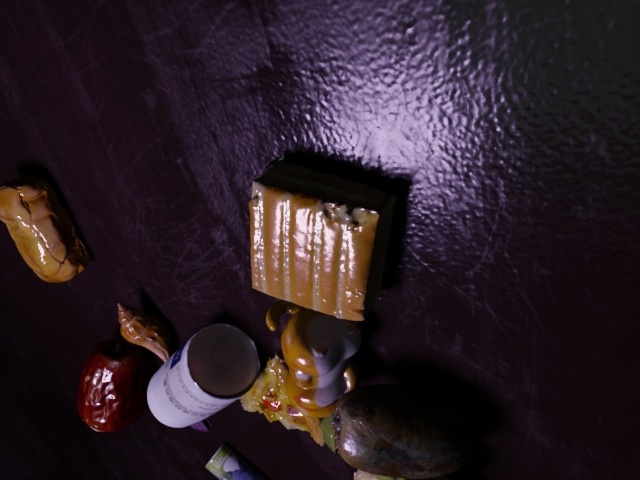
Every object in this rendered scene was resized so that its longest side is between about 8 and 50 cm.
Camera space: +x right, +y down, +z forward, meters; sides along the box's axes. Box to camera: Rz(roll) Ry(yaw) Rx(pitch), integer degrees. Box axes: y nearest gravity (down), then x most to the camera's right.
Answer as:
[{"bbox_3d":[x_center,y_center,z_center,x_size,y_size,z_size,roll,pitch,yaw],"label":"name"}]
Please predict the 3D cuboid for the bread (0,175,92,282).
[{"bbox_3d":[-0.762,-0.029,1.308,0.167,0.132,0.294,9,127,37],"label":"bread"}]

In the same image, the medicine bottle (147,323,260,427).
[{"bbox_3d":[-0.313,0.360,1.242,0.190,0.190,0.332,46,134,-2],"label":"medicine bottle"}]

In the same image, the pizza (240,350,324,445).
[{"bbox_3d":[-0.120,0.421,1.237,0.288,0.075,0.279,-23,105,41],"label":"pizza"}]

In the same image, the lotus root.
[{"bbox_3d":[0.162,0.364,0.912,0.275,0.152,0.159,5,97,-10],"label":"lotus root"}]

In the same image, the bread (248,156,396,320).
[{"bbox_3d":[0.000,0.000,0.839,0.239,0.111,0.245,15,125,20],"label":"bread"}]

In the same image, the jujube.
[{"bbox_3d":[-0.647,0.456,1.513,0.223,0.223,0.317,25,121,17],"label":"jujube"}]

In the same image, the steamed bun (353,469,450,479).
[{"bbox_3d":[0.211,0.610,1.091,0.273,0.166,0.231,-1,99,31],"label":"steamed bun"}]

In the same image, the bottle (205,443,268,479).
[{"bbox_3d":[-0.221,0.807,1.560,0.330,0.093,0.093,38,134,5],"label":"bottle"}]

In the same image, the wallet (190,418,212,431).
[{"bbox_3d":[-0.437,0.565,1.575,0.111,0.030,0.165,-18,110,39],"label":"wallet"}]

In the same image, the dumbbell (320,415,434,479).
[{"bbox_3d":[0.118,0.467,1.013,0.302,0.122,0.108,35,114,50],"label":"dumbbell"}]

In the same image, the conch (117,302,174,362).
[{"bbox_3d":[-0.476,0.279,1.374,0.110,0.093,0.330,-13,135,20],"label":"conch"}]

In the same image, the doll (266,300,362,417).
[{"bbox_3d":[-0.003,0.254,0.985,0.162,0.167,0.269,31,134,47],"label":"doll"}]
